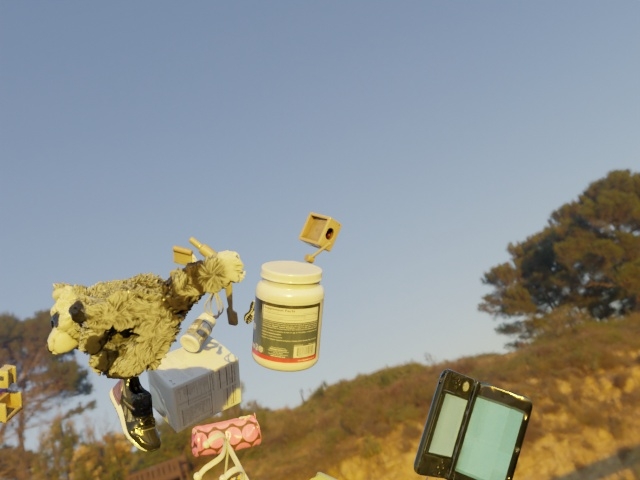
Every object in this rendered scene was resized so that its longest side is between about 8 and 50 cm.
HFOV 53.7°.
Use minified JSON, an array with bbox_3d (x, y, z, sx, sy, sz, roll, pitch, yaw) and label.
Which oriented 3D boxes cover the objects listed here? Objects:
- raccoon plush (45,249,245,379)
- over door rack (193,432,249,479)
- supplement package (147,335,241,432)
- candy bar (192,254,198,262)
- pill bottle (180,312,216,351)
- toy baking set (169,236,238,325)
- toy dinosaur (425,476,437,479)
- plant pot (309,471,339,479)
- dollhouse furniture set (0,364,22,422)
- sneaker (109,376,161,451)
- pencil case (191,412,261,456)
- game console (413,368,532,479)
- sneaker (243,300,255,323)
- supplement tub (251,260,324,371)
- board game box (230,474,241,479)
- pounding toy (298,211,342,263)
[{"bbox_3d":[-0.416,0.149,1.475,0.446,0.216,0.299,-19,22,-26],"label":"raccoon plush"},{"bbox_3d":[-0.207,0.652,1.502,0.108,0.239,0.324,-19,-51,-22],"label":"over door rack"},{"bbox_3d":[-0.448,0.506,2.250,0.263,0.199,0.198,-19,-59,-36],"label":"supplement package"},{"bbox_3d":[-0.385,0.104,2.073,0.018,0.161,0.040,-35,7,19],"label":"candy bar"},{"bbox_3d":[-0.435,0.326,2.257,0.078,0.078,0.137,-41,11,40],"label":"pill bottle"},{"bbox_3d":[-0.302,0.111,1.705,0.030,0.256,0.196,-45,-13,-55],"label":"toy baking set"},{"bbox_3d":[0.364,0.956,2.178,0.121,0.160,0.313,0,3,0],"label":"toy dinosaur"},{"bbox_3d":[0.057,0.754,1.658,0.276,0.254,0.276,-52,-24,-34],"label":"plant pot"},{"bbox_3d":[-0.826,0.287,1.368,0.198,0.303,0.286,5,14,7],"label":"dollhouse furniture set"},{"bbox_3d":[-0.627,0.590,2.182,0.124,0.283,0.107,-49,-23,25],"label":"sneaker"},{"bbox_3d":[-0.290,0.595,1.933,0.209,0.098,0.095,-7,13,-21],"label":"pencil case"},{"bbox_3d":[0.420,0.531,1.729,0.173,0.293,0.250,9,-13,44],"label":"game console"},{"bbox_3d":[-0.247,0.266,2.338,0.044,0.040,0.109,-12,-42,-55],"label":"sneaker"},{"bbox_3d":[-0.089,0.206,1.746,0.191,0.272,0.191,5,11,-1],"label":"supplement tub"},{"bbox_3d":[-0.229,0.795,1.875,0.048,0.141,0.170,-16,-35,-28],"label":"board game box"},{"bbox_3d":[0.004,0.007,2.615,0.181,0.206,0.094,16,-11,44],"label":"pounding toy"}]
